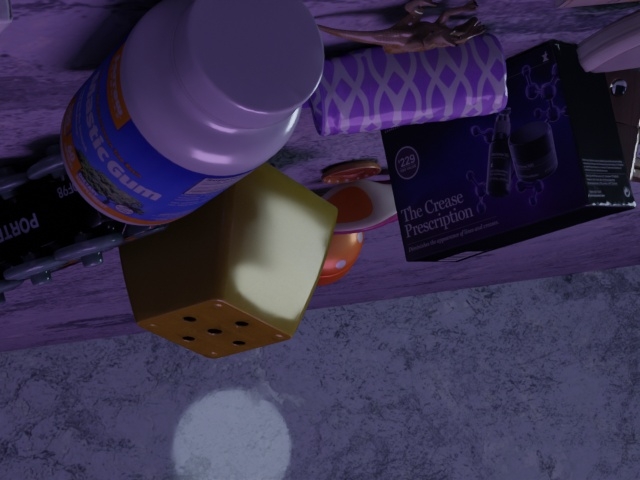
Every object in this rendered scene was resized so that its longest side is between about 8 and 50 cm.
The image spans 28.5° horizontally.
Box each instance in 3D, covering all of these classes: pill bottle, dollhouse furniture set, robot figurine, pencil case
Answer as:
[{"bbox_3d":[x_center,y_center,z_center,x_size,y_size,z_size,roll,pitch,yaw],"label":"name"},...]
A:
[{"bbox_3d":[-0.108,-0.114,1.040,0.152,0.152,0.272,-6,169,-28],"label":"pill bottle"},{"bbox_3d":[0.317,-0.145,1.522,0.184,0.128,0.129,12,-176,31],"label":"dollhouse furniture set"},{"bbox_3d":[-0.001,0.002,1.925,0.158,0.128,0.219,-10,171,-6],"label":"robot figurine"},{"bbox_3d":[0.085,-0.155,1.245,0.206,0.086,0.088,-8,-162,-11],"label":"pencil case"}]

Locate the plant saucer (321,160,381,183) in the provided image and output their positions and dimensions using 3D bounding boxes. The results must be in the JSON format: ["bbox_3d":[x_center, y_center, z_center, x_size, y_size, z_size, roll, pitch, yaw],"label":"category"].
[{"bbox_3d":[0.042,-0.096,1.746,0.084,0.013,0.083,-10,170,-2],"label":"plant saucer"}]

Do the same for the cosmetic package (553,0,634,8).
[{"bbox_3d":[0.261,-0.233,1.085,0.115,0.041,0.060,-8,171,-14],"label":"cosmetic package"}]

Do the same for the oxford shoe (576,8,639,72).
[{"bbox_3d":[0.464,-0.204,1.156,0.449,0.130,0.169,-12,-170,15],"label":"oxford shoe"}]

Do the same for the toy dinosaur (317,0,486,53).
[{"bbox_3d":[0.084,-0.186,1.136,0.183,0.053,0.093,-5,171,-31],"label":"toy dinosaur"}]

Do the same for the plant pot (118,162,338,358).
[{"bbox_3d":[-0.124,0.030,1.576,0.212,0.187,0.212,-18,147,34],"label":"plant pot"}]

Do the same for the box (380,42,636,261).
[{"bbox_3d":[0.204,-0.092,1.429,0.103,0.184,0.261,2,164,-44],"label":"box"}]

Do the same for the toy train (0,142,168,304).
[{"bbox_3d":[-0.300,-0.025,1.455,0.334,0.142,0.190,-20,179,36],"label":"toy train"}]

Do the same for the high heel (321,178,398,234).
[{"bbox_3d":[0.095,-0.053,1.835,0.244,0.082,0.117,-26,162,-7],"label":"high heel"}]

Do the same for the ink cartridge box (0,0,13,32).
[{"bbox_3d":[-0.309,-0.147,0.821,0.148,0.085,0.203,-4,169,-35],"label":"ink cartridge box"}]
